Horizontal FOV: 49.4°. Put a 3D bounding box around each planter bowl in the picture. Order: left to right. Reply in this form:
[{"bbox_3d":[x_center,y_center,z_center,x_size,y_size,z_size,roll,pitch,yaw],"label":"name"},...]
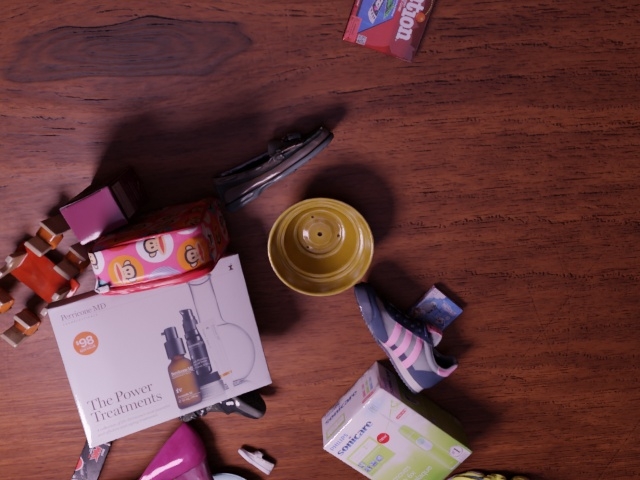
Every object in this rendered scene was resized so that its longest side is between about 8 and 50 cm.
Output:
[{"bbox_3d":[0.000,0.000,1.453,0.217,0.090,0.217,-1,112,-1],"label":"planter bowl"}]

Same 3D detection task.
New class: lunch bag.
[{"bbox_3d":[-0.319,0.008,1.335,0.258,0.293,0.120,-11,104,5],"label":"lunch bag"}]

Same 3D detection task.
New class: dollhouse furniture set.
[{"bbox_3d":[-0.548,0.110,1.477,0.259,0.135,0.262,41,105,-5],"label":"dollhouse furniture set"}]

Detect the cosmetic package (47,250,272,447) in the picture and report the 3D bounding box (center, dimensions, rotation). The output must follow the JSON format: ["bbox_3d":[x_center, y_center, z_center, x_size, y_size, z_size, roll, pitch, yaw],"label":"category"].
[{"bbox_3d":[-0.315,0.208,1.395,0.377,0.097,0.285,-17,97,-18],"label":"cosmetic package"}]

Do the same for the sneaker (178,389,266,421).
[{"bbox_3d":[-0.242,0.368,1.595,0.227,0.087,0.130,26,110,-9],"label":"sneaker"}]

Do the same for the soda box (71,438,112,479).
[{"bbox_3d":[-0.546,0.526,1.661,0.060,0.053,0.169,21,109,-10],"label":"soda box"}]

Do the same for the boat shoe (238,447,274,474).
[{"bbox_3d":[-0.154,0.529,1.692,0.100,0.035,0.035,39,78,-12],"label":"boat shoe"}]

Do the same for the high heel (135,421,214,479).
[{"bbox_3d":[-0.444,0.558,1.660,0.377,0.127,0.181,-19,98,2],"label":"high heel"}]

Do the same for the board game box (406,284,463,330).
[{"bbox_3d":[0.257,0.159,1.565,0.090,0.020,0.090,38,105,-16],"label":"board game box"}]

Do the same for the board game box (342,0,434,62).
[{"bbox_3d":[0.153,-0.491,1.297,0.145,0.027,0.281,15,110,-10],"label":"board game box"}]

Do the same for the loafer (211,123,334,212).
[{"bbox_3d":[-0.100,-0.158,1.388,0.267,0.096,0.084,-34,103,13],"label":"loafer"}]

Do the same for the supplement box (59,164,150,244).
[{"bbox_3d":[-0.413,-0.073,1.352,0.104,0.188,0.081,-24,107,7],"label":"supplement box"}]

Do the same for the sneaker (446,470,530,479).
[{"bbox_3d":[0.419,0.636,1.705,0.240,0.126,0.091,-3,112,-1],"label":"sneaker"}]

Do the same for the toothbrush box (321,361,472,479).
[{"bbox_3d":[0.175,0.454,1.626,0.283,0.122,0.206,38,105,-14],"label":"toothbrush box"}]

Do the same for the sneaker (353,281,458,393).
[{"bbox_3d":[0.189,0.194,1.530,0.131,0.112,0.319,-28,118,13],"label":"sneaker"}]

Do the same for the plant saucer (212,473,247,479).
[{"bbox_3d":[-0.237,0.651,1.728,0.194,0.037,0.195,0,108,0],"label":"plant saucer"}]
